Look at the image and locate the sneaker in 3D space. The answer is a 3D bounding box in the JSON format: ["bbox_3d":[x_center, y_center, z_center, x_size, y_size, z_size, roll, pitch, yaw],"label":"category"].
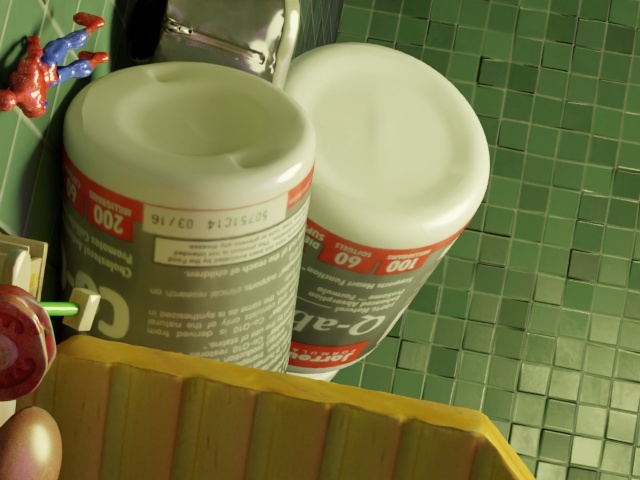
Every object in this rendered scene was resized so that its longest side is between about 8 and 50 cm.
[{"bbox_3d":[-0.096,-0.092,1.019,0.083,0.118,0.222,26,-69,49],"label":"sneaker"}]

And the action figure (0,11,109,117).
[{"bbox_3d":[-0.151,-0.094,0.761,0.115,0.030,0.038,-62,158,-62],"label":"action figure"}]

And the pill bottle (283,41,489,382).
[{"bbox_3d":[0.000,0.000,1.304,0.363,0.210,0.210,119,-13,-54],"label":"pill bottle"}]

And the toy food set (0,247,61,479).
[{"bbox_3d":[-0.147,0.070,0.529,0.218,0.071,0.128,-9,113,-69],"label":"toy food set"}]

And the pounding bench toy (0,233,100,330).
[{"bbox_3d":[-0.152,0.028,0.654,0.065,0.083,0.052,-57,157,-83],"label":"pounding bench toy"}]

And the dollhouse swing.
[{"bbox_3d":[-0.062,0.270,0.652,0.315,0.347,0.305,-74,174,-56],"label":"dollhouse swing"}]

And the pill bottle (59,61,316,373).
[{"bbox_3d":[-0.097,0.037,0.940,0.161,0.161,0.283,-74,174,-56],"label":"pill bottle"}]
